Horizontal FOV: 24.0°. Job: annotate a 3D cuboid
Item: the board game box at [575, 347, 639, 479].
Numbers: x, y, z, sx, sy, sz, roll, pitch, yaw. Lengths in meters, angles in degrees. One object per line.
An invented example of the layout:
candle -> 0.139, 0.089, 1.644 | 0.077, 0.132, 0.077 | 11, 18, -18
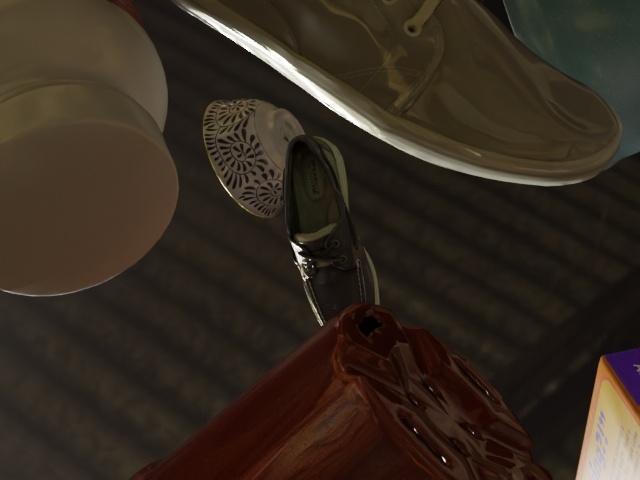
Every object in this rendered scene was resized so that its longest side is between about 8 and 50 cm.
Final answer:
board game box -> 0.458, 0.313, 1.340 | 0.356, 0.356, 0.356 | -10, -140, -15

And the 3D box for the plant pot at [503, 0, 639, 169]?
plant pot -> 0.306, -0.235, 1.453 | 0.196, 0.293, 0.293 | -21, -154, 21

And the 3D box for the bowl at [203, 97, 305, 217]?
bowl -> -0.068, -0.122, 1.951 | 0.080, 0.170, 0.170 | -25, -159, 28

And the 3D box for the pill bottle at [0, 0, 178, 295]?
pill bottle -> -0.260, -0.154, 1.230 | 0.229, 0.229, 0.407 | -9, -135, -22

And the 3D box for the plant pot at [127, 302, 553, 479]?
plant pot -> 0.003, 0.201, 1.043 | 0.272, 0.265, 0.272 | 38, -161, -15

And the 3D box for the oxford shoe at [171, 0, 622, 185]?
oxford shoe -> 0.042, -0.187, 1.174 | 0.449, 0.130, 0.169 | 31, -141, 2

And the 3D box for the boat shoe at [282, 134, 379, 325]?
boat shoe -> 0.001, -0.001, 1.526 | 0.080, 0.223, 0.073 | -15, 170, 20
